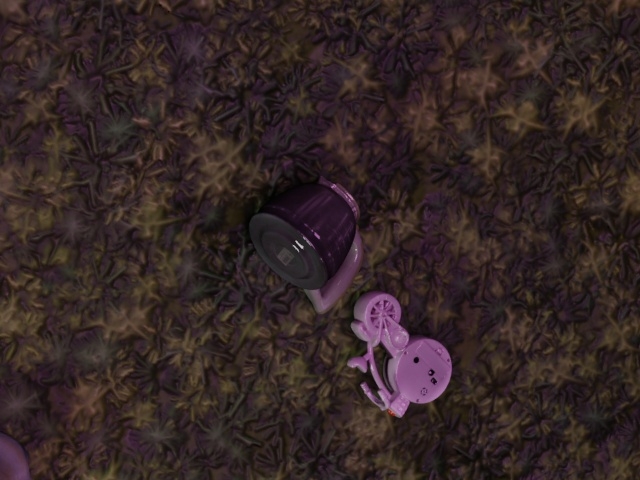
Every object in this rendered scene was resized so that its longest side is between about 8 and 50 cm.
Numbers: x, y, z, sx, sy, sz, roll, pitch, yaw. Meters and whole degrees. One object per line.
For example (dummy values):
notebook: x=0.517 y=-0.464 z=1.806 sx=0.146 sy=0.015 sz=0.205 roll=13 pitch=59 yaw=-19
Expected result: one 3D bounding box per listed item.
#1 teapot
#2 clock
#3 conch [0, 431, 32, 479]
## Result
teapot: x=-0.007 y=-0.005 z=1.688 sx=0.092 sy=0.124 sz=0.091 roll=35 pitch=61 yaw=18
clock: x=0.070 y=0.109 z=1.745 sx=0.087 sy=0.041 sz=0.129 roll=-44 pitch=115 yaw=-16
conch: x=-0.292 y=0.216 z=1.594 sx=0.180 sy=0.065 sz=0.088 roll=38 pitch=83 yaw=-13
